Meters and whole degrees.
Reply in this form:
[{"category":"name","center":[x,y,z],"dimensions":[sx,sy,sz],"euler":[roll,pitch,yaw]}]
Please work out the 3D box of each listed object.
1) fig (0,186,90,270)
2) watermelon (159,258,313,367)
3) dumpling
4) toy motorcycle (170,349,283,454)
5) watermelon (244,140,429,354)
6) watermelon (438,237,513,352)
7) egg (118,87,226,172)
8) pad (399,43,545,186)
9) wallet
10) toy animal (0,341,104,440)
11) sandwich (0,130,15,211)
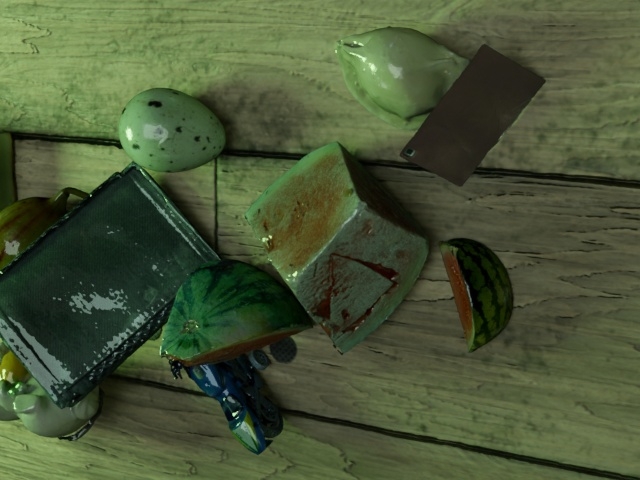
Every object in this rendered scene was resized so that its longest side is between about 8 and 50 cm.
[{"category":"fig","center":[-0.467,-0.015,1.697],"dimensions":[0.148,0.142,0.186],"euler":[35,113,15]},{"category":"watermelon","center":[-0.130,0.089,1.513],"dimensions":[0.128,0.231,0.146],"euler":[-31,73,37]},{"category":"dumpling","center":[0.110,-0.213,1.402],"dimensions":[0.181,0.111,0.155],"euler":[35,146,42]},{"category":"toy motorcycle","center":[-0.150,0.211,1.582],"dimensions":[0.092,0.135,0.254],"euler":[-44,79,26]},{"category":"watermelon","center":[0.000,0.000,1.436],"dimensions":[0.213,0.201,0.262],"euler":[-46,74,16]},{"category":"watermelon","center":[0.211,0.072,1.416],"dimensions":[0.087,0.069,0.163],"euler":[-17,89,27]},{"category":"egg","center":[-0.224,-0.164,1.567],"dimensions":[0.164,0.131,0.131],"euler":[15,107,-1]},{"category":"pad","center":[0.201,-0.163,1.375],"dimensions":[0.113,0.006,0.188],"euler":[24,117,-26]},{"category":"wallet","center":[-0.345,0.067,1.626],"dimensions":[0.342,0.075,0.237],"euler":[-42,85,-3]},{"category":"toy animal","center":[-0.509,0.252,1.735],"dimensions":[0.325,0.208,0.154],"euler":[-16,132,18]},{"category":"sandwich","center":[-0.645,-0.099,1.790],"dimensions":[0.220,0.108,0.186],"euler":[5,101,24]}]
